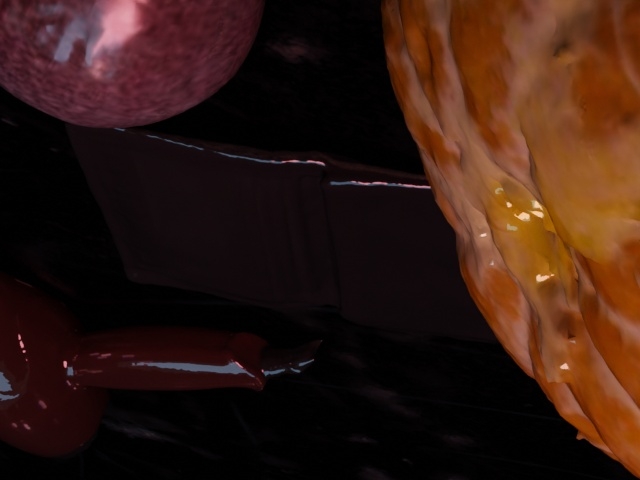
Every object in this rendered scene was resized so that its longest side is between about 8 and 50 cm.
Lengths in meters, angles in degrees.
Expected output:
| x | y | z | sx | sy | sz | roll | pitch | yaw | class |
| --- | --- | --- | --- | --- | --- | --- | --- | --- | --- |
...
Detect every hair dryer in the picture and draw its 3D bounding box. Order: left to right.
| x | y | z | sx | sy | sz | roll | pitch | yaw | class |
| --- | --- | --- | --- | --- | --- | --- | --- | --- | --- |
| -0.172 | 0.068 | 1.476 | 0.340 | 0.123 | 0.312 | -2 | 140 | 20 | hair dryer |

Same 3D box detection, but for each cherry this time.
| x | y | z | sx | sy | sz | roll | pitch | yaw | class |
| --- | --- | --- | --- | --- | --- | --- | --- | --- | --- |
| -0.104 | -0.135 | 0.880 | 0.176 | 0.140 | 0.176 | 20 | 145 | 15 | cherry |

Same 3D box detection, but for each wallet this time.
| x | y | z | sx | sy | sz | roll | pitch | yaw | class |
| --- | --- | --- | --- | --- | --- | --- | --- | --- | --- |
| 0.000 | 0.000 | 1.225 | 0.323 | 0.041 | 0.247 | 11 | 157 | 10 | wallet |

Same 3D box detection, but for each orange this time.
| x | y | z | sx | sy | sz | roll | pitch | yaw | class |
| --- | --- | --- | --- | --- | --- | --- | --- | --- | --- |
| 0.168 | -0.051 | 0.653 | 0.329 | 0.249 | 0.329 | 61 | 173 | 12 | orange |
